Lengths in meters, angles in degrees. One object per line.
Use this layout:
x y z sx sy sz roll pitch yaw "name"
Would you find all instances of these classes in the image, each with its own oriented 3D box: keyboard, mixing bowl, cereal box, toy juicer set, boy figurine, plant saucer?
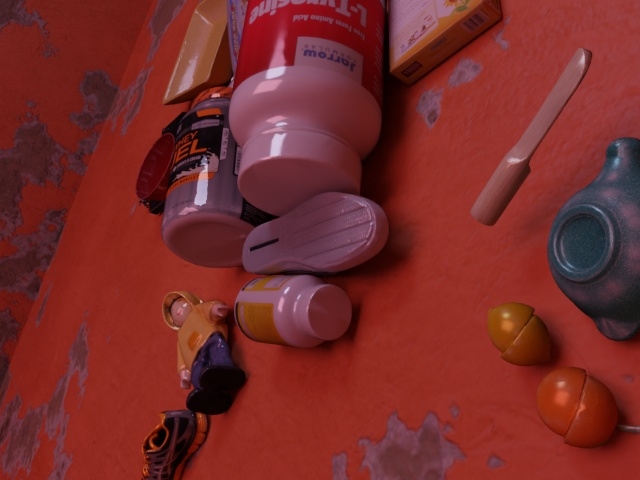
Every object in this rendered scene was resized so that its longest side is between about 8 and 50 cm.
-0.449 -0.209 1.731 0.202 0.033 0.316 -29 47 36 "keyboard"
-0.382 -0.171 1.537 0.182 0.098 0.181 -27 50 39 "mixing bowl"
0.174 -0.373 0.897 0.173 0.047 0.240 -29 48 45 "cereal box"
0.234 0.022 0.542 0.209 0.090 0.328 -48 44 50 "toy juicer set"
-0.217 0.176 1.100 0.177 0.092 0.285 -59 36 17 "boy figurine"
-0.296 -0.532 1.657 0.333 0.081 0.332 0 70 56 "plant saucer"

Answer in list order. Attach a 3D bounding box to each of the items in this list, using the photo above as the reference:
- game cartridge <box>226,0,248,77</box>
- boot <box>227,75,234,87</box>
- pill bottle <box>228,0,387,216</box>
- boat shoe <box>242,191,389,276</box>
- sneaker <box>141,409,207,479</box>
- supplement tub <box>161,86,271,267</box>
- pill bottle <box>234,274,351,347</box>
-0.121 -0.407 1.196 0.198 0.062 0.297 31 131 46 "game cartridge"
-0.181 -0.353 1.401 0.190 0.069 0.086 -52 27 9 "boot"
-0.016 -0.249 0.931 0.229 0.229 0.407 -26 51 47 "pill bottle"
0.000 0.000 0.878 0.302 0.094 0.109 -10 72 51 "boat shoe"
-0.283 0.381 1.076 0.214 0.083 0.084 -61 34 13 "sneaker"
-0.184 -0.124 1.135 0.194 0.194 0.315 -35 44 41 "supplement tub"
-0.040 0.101 0.870 0.184 0.103 0.103 -6 66 54 "pill bottle"
